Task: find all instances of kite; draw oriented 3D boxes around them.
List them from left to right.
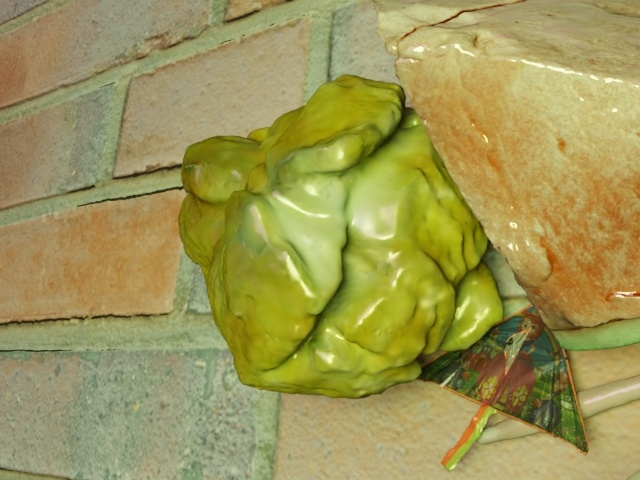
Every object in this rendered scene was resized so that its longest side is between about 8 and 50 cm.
[{"bbox_3d":[0.140,0.111,0.623,0.190,0.010,0.159,12,70,55],"label":"kite"}]

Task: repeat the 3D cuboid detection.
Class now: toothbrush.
[{"bbox_3d":[0.244,0.099,0.553,0.307,0.025,0.029,-28,66,29],"label":"toothbrush"}]

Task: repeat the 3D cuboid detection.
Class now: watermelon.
[{"bbox_3d":[0.170,-0.072,0.581,0.319,0.292,0.222,10,121,8],"label":"watermelon"}]

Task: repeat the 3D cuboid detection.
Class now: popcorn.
[{"bbox_3d":[-0.001,0.004,0.657,0.276,0.225,0.276,-28,30,18],"label":"popcorn"}]

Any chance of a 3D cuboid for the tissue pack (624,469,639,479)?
[{"bbox_3d":[0.191,0.237,0.459,0.246,0.159,0.136,-45,49,19],"label":"tissue pack"}]
